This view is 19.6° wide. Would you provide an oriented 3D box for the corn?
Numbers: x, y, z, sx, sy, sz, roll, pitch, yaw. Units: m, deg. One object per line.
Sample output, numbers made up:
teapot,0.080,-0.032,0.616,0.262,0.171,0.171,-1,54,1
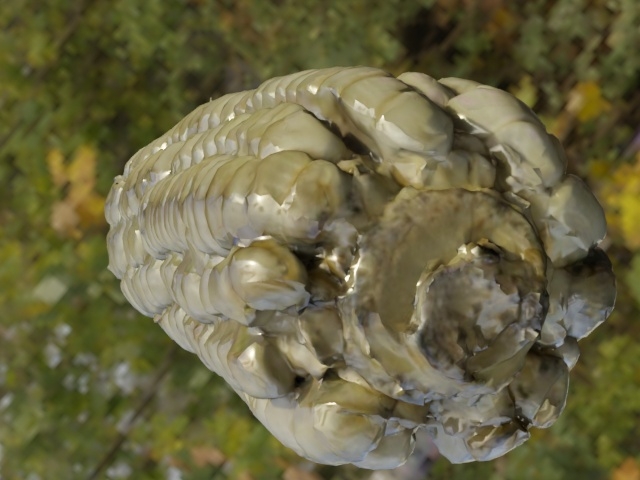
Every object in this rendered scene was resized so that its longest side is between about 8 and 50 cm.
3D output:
corn,0.000,0.000,0.442,0.087,0.087,0.211,40,176,-13
